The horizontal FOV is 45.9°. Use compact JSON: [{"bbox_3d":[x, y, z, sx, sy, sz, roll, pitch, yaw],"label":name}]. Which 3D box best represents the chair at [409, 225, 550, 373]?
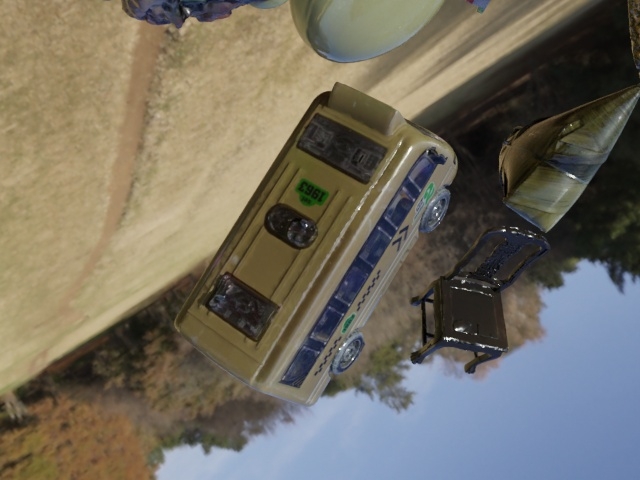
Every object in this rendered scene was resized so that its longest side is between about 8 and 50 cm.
[{"bbox_3d":[0.219,0.087,1.041,0.106,0.113,0.229,12,147,-18],"label":"chair"}]

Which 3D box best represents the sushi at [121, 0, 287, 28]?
[{"bbox_3d":[-0.095,-0.324,0.755,0.270,0.171,0.236,-10,160,26],"label":"sushi"}]

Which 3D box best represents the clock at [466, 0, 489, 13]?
[{"bbox_3d":[0.193,-0.564,1.279,0.166,0.309,0.235,110,5,-67],"label":"clock"}]

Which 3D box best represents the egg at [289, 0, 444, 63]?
[{"bbox_3d":[0.061,-0.322,0.895,0.242,0.186,0.186,-49,176,24],"label":"egg"}]

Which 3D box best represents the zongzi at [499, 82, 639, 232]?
[{"bbox_3d":[0.355,-0.157,1.106,0.242,0.112,0.221,-56,-169,24],"label":"zongzi"}]

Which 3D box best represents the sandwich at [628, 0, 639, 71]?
[{"bbox_3d":[0.524,-0.444,1.135,0.131,0.262,0.325,-4,-138,28],"label":"sandwich"}]

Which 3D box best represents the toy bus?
[{"bbox_3d":[0.000,0.000,0.706,0.289,0.139,0.157,-57,155,-2],"label":"toy bus"}]
